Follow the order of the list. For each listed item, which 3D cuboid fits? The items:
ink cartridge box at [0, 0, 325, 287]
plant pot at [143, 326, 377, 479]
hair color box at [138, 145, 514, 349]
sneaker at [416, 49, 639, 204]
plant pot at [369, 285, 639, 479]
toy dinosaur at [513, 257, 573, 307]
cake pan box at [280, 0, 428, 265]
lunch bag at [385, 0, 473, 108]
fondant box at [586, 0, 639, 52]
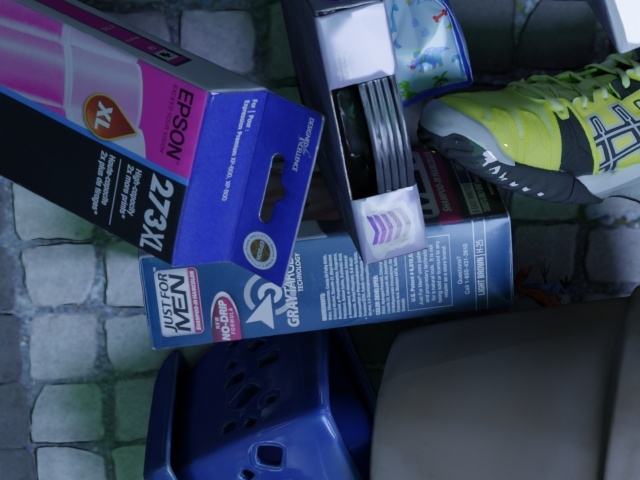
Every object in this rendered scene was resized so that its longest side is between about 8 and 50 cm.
[{"bbox_3d":[-0.179,-0.099,1.585,0.371,0.069,0.176,25,119,21],"label":"ink cartridge box"},{"bbox_3d":[-0.050,0.219,1.797,0.212,0.236,0.236,-19,120,11],"label":"plant pot"},{"bbox_3d":[0.000,0.000,1.709,0.347,0.174,0.105,-7,118,-3],"label":"hair color box"},{"bbox_3d":[0.252,-0.117,1.670,0.384,0.145,0.147,2,111,-37],"label":"sneaker"},{"bbox_3d":[0.202,0.188,1.651,0.280,0.323,0.323,7,120,13],"label":"plant pot"},{"bbox_3d":[0.231,0.051,1.821,0.047,0.090,0.082,-46,158,28],"label":"toy dinosaur"},{"bbox_3d":[0.021,-0.141,1.582,0.070,0.267,0.246,-16,118,-4],"label":"cake pan box"},{"bbox_3d":[0.078,-0.219,1.624,0.096,0.129,0.151,-21,117,0],"label":"lunch bag"},{"bbox_3d":[0.314,-0.297,1.491,0.238,0.330,0.096,-20,117,5],"label":"fondant box"}]
